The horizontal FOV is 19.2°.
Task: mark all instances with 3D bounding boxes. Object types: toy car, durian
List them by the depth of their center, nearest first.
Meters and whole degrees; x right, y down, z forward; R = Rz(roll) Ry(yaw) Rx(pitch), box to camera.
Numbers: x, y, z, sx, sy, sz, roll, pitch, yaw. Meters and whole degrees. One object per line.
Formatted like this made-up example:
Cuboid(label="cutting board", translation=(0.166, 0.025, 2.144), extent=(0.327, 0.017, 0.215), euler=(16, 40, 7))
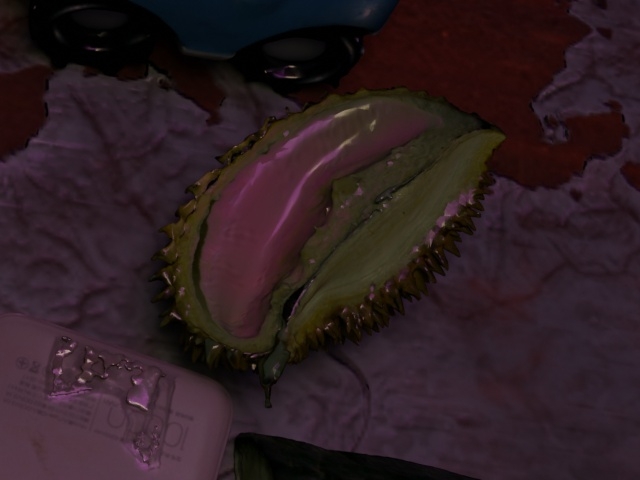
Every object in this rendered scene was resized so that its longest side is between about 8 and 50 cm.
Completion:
Cuboid(label="durian", translation=(-0.002, 0.005, 1.046), extent=(0.137, 0.095, 0.221), euler=(24, 53, 33))
Cuboid(label="toy car", translation=(-0.054, -0.205, 1.070), extent=(0.255, 0.190, 0.188), euler=(7, 64, -17))

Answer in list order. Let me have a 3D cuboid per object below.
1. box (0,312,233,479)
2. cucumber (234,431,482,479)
Cuboid(label="box", translation=(-0.140, 0.177, 0.932), extent=(0.142, 0.044, 0.285), euler=(20, 60, -9))
Cuboid(label="cucumber", translation=(0.074, 0.170, 1.014), extent=(0.244, 0.063, 0.115), euler=(12, 62, -18))
